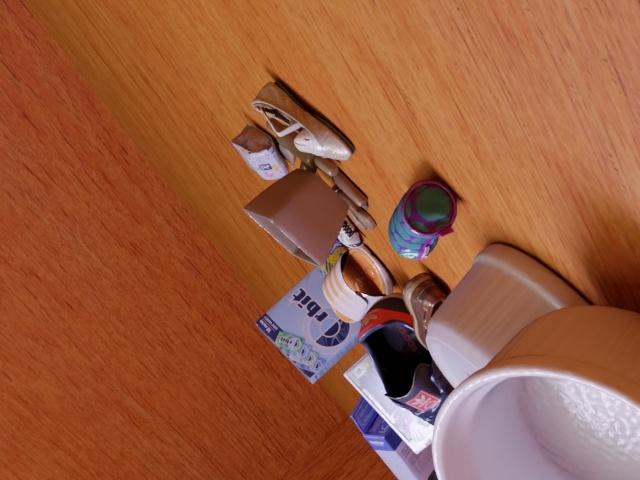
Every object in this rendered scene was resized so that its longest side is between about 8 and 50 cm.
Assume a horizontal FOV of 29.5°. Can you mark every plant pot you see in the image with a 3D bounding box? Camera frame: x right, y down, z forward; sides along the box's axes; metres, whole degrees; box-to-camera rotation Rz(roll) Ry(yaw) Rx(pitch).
[{"bbox_3d":[-0.025,-0.039,1.708,0.109,0.096,0.109,44,171,-23],"label":"plant pot"}]

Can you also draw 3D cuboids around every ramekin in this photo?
[{"bbox_3d":[0.253,0.192,1.107,0.277,0.135,0.277,20,130,25],"label":"ramekin"},{"bbox_3d":[0.234,0.143,1.344,0.273,0.127,0.273,46,171,9],"label":"ramekin"}]

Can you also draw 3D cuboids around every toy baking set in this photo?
[{"bbox_3d":[-0.010,-0.095,1.775,0.256,0.030,0.196,41,169,37],"label":"toy baking set"}]

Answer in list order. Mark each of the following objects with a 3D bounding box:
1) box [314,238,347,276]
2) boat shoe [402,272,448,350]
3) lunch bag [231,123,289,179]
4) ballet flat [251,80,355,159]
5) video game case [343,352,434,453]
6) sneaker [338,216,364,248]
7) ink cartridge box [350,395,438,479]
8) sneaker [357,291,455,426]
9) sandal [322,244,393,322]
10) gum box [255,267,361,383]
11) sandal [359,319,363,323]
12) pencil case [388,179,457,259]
[{"bbox_3d":[0.000,0.000,2.050,0.059,0.054,0.169,42,170,33],"label":"box"},{"bbox_3d":[0.170,0.120,1.737,0.060,0.064,0.178,42,167,43],"label":"boat shoe"},{"bbox_3d":[-0.091,-0.135,1.919,0.083,0.053,0.071,31,164,40],"label":"lunch bag"},{"bbox_3d":[-0.025,-0.143,1.575,0.168,0.052,0.057,42,169,30],"label":"ballet flat"},{"bbox_3d":[0.158,0.247,2.068,0.190,0.173,0.022,47,-150,4],"label":"video game case"},{"bbox_3d":[0.034,-0.022,1.874,0.083,0.032,0.037,46,171,10],"label":"sneaker"},{"bbox_3d":[0.191,0.350,2.214,0.065,0.186,0.311,-5,131,48],"label":"ink cartridge box"},{"bbox_3d":[0.180,0.241,1.847,0.350,0.131,0.148,46,-157,6],"label":"sneaker"},{"bbox_3d":[0.046,0.094,2.017,0.102,0.076,0.265,48,156,11],"label":"sandal"},{"bbox_3d":[-0.001,0.147,2.259,0.157,0.184,0.041,43,170,23],"label":"gum box"},{"bbox_3d":[0.096,0.108,2.103,0.072,0.049,0.180,44,155,16],"label":"sandal"},{"bbox_3d":[0.116,-0.022,1.395,0.070,0.064,0.151,63,173,9],"label":"pencil case"}]
